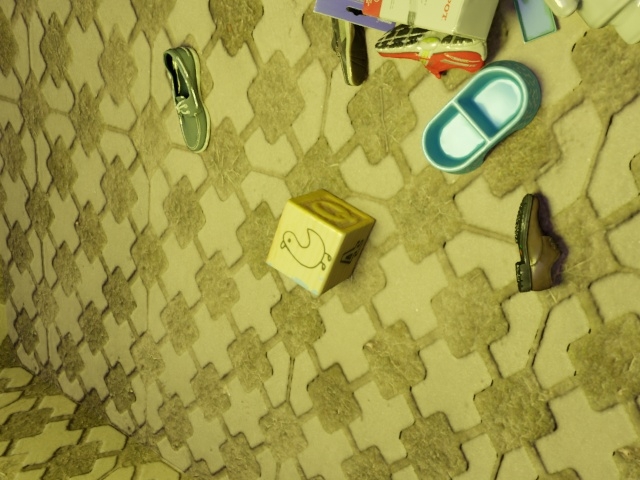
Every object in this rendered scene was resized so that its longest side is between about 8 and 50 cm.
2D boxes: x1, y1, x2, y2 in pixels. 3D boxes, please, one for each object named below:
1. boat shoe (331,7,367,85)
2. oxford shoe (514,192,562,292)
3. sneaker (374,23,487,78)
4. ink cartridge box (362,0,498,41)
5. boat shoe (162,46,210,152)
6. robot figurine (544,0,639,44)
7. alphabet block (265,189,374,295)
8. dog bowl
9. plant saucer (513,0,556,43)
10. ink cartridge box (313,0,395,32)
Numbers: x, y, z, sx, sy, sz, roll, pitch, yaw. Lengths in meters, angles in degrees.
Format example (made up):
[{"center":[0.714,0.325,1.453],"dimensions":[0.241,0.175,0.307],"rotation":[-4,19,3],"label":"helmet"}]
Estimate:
[{"center":[0.064,-0.494,1.283],"dimensions":[0.073,0.080,0.224],"rotation":[0,99,37],"label":"boat shoe"},{"center":[0.494,0.004,1.170],"dimensions":[0.096,0.083,0.227],"rotation":[-4,103,13],"label":"oxford shoe"},{"center":[0.245,-0.425,1.178],"dimensions":[0.279,0.107,0.118],"rotation":[20,154,39],"label":"sneaker"},{"center":[0.231,-0.533,1.041],"dimensions":[0.273,0.114,0.197],"rotation":[39,125,43],"label":"ink cartridge box"},{"center":[-0.420,-0.427,1.581],"dimensions":[0.116,0.099,0.320],"rotation":[4,106,30],"label":"boat shoe"},{"center":[0.512,-0.530,0.917],"dimensions":[0.300,0.200,0.353],"rotation":[-36,86,-2],"label":"robot figurine"},{"center":[0.000,0.000,1.392],"dimensions":[0.192,0.193,0.197],"rotation":[30,117,19],"label":"alphabet block"},{"center":[0.351,-0.272,1.170],"dimensions":[0.166,0.074,0.297],"rotation":[52,122,9],"label":"dog bowl"},{"center":[0.438,-0.519,1.079],"dimensions":[0.067,0.018,0.192],"rotation":[-13,96,34],"label":"plant saucer"},{"center":[0.107,-0.603,1.176],"dimensions":[0.206,0.045,0.208],"rotation":[10,115,-12],"label":"ink cartridge box"}]
